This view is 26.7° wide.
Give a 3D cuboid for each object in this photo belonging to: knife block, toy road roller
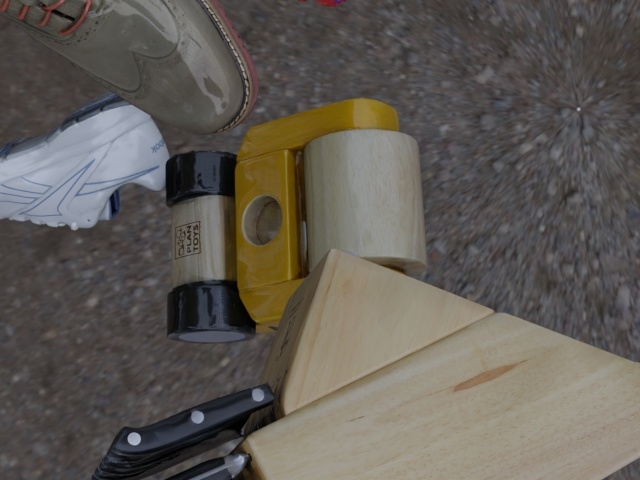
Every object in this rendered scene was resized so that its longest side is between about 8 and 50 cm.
[{"bbox_3d":[0.021,0.141,0.643,0.275,0.088,0.242,21,66,-8],"label":"knife block"},{"bbox_3d":[0.000,0.000,1.422,0.329,0.240,0.203,-14,72,37],"label":"toy road roller"}]

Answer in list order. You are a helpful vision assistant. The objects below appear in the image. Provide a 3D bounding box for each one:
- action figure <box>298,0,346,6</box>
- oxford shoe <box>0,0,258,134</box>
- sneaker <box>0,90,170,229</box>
[{"bbox_3d":[0.019,-0.167,0.816,0.115,0.038,0.030,-19,57,50],"label":"action figure"},{"bbox_3d":[-0.199,-0.179,0.948,0.348,0.130,0.123,38,124,-9],"label":"oxford shoe"},{"bbox_3d":[-0.300,-0.061,1.501,0.297,0.111,0.129,-21,108,21],"label":"sneaker"}]
